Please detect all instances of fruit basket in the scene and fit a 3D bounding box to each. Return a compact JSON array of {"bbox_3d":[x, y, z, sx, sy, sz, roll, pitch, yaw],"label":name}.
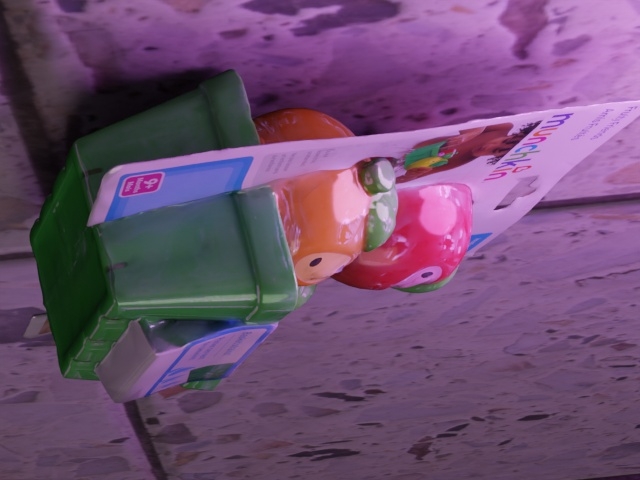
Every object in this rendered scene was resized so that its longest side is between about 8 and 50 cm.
[{"bbox_3d":[0.000,0.000,1.270,0.353,0.165,0.327,-3,163,-20],"label":"fruit basket"}]
